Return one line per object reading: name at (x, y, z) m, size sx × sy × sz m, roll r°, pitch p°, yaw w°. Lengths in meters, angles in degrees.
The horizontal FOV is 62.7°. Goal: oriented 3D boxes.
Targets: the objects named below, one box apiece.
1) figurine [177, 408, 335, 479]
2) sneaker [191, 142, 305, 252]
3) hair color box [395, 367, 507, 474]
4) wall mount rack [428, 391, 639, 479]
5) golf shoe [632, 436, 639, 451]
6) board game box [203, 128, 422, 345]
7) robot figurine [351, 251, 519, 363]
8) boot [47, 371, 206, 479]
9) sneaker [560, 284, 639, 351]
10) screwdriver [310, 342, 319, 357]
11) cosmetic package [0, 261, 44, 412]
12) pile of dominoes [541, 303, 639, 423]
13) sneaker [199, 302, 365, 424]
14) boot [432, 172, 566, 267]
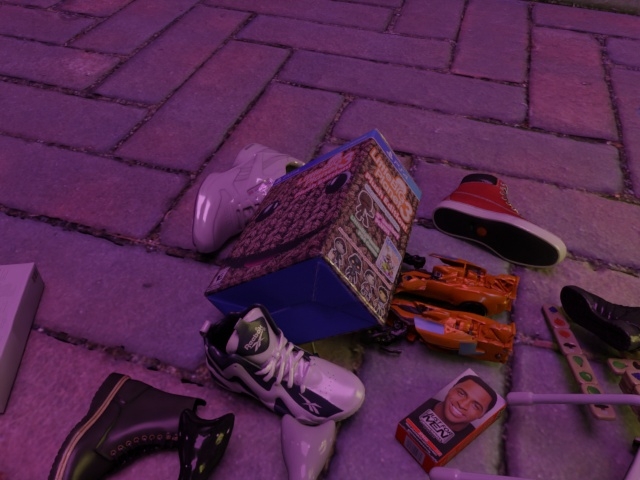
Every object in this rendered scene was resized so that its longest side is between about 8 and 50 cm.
figurine at (-0.082, 0.297, 0.608) m, size 0.214 × 0.092 × 0.210 m, roll 3°, pitch 46°, yaw 0°
sneaker at (-0.129, -0.085, 0.989) m, size 0.152 × 0.114 × 0.305 m, roll 16°, pitch 46°, yaw 16°
hair color box at (0.177, 0.243, 0.713) m, size 0.141 × 0.043 × 0.072 m, roll -27°, pitch 50°, yaw -28°
wall mount rack at (0.305, 0.249, 0.531) m, size 0.304 × 0.131 × 0.350 m, roll 33°, pitch 31°, yaw 32°
golf shoe at (0.430, 0.317, 0.637) m, size 0.085 × 0.069 × 0.176 m, roll 7°, pitch 34°, yaw 13°
board game box at (0.000, 0.000, 0.808) m, size 0.232 × 0.141 × 0.291 m, roll -21°, pitch 30°, yaw 37°
robot figurine at (0.160, 0.088, 0.842) m, size 0.290 × 0.085 × 0.211 m, roll 13°, pitch 44°, yaw 11°
boot at (-0.239, 0.263, 0.659) m, size 0.136 × 0.077 × 0.198 m, roll 12°, pitch 46°, yaw 3°
sneaker at (0.455, 0.121, 0.798) m, size 0.089 × 0.051 × 0.170 m, roll -5°, pitch 30°, yaw -19°
screwdriver at (-0.011, 0.160, 0.801) m, size 0.024 × 0.025 × 0.170 m, roll -7°, pitch 49°, yaw -9°
cosmetic package at (-0.496, 0.140, 0.781) m, size 0.098 × 0.061 × 0.239 m, roll -3°, pitch 44°, yaw -8°
pile of dominoes at (0.461, 0.169, 0.767) m, size 0.195 × 0.040 × 0.251 m, roll 3°, pitch 33°, yaw 1°
sneaker at (-0.060, 0.158, 0.694) m, size 0.234 × 0.153 × 0.094 m, roll 18°, pitch 57°, yaw 23°
boot at (0.360, -0.053, 0.998) m, size 0.244 × 0.089 × 0.176 m, roll 26°, pitch 47°, yaw 27°
